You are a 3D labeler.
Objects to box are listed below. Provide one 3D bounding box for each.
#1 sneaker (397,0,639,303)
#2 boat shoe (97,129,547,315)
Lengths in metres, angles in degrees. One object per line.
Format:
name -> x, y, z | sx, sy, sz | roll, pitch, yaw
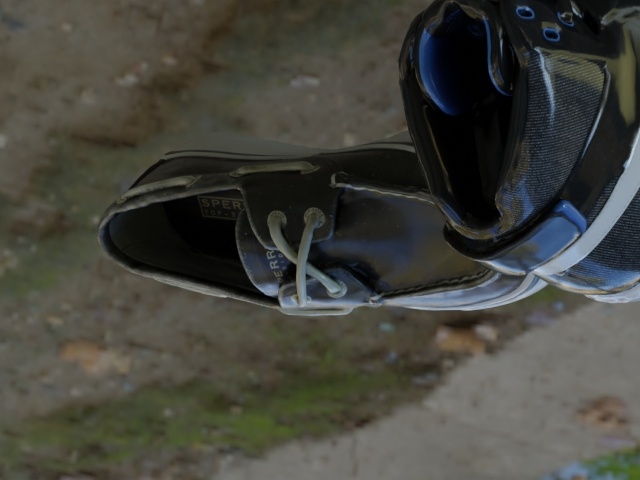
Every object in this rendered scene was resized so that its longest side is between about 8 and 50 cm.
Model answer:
sneaker -> 0.088, -0.093, 0.592 | 0.079, 0.216, 0.121 | -2, 169, 43
boat shoe -> 0.000, 0.000, 0.709 | 0.219, 0.070, 0.077 | 3, 117, 42
